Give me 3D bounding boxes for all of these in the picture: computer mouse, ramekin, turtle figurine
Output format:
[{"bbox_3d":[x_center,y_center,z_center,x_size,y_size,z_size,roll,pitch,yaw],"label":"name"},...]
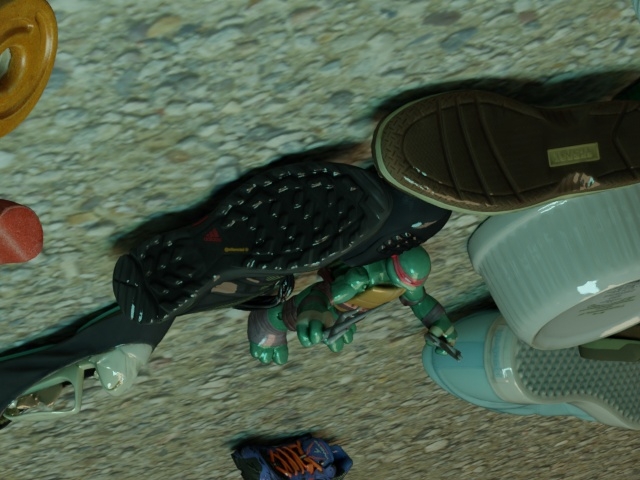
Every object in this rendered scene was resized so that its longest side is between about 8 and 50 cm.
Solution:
[{"bbox_3d":[0.000,0.000,1.510,0.242,0.071,0.041,-25,164,26],"label":"computer mouse"},{"bbox_3d":[0.250,0.019,1.744,0.207,0.109,0.207,-17,160,-7],"label":"ramekin"},{"bbox_3d":[0.040,0.053,1.620,0.175,0.118,0.234,10,163,-29],"label":"turtle figurine"}]

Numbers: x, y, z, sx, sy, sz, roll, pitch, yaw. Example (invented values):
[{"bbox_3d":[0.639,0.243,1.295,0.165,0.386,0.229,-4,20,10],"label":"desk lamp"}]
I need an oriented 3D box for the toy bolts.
[{"bbox_3d":[-0.261,-0.057,1.087,0.218,0.158,0.228,-57,158,-20],"label":"toy bolts"}]

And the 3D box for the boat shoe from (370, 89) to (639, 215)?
[{"bbox_3d":[0.142,-0.063,1.457,0.257,0.095,0.095,1,175,-29],"label":"boat shoe"}]

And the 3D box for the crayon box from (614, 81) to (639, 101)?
[{"bbox_3d":[0.388,-0.062,1.580,0.278,0.165,0.081,-1,153,-42],"label":"crayon box"}]

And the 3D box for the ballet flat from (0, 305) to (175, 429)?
[{"bbox_3d":[-0.203,0.109,1.596,0.203,0.074,0.074,-22,160,4],"label":"ballet flat"}]

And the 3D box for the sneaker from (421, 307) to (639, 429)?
[{"bbox_3d":[0.244,0.128,2.023,0.150,0.135,0.366,0,168,38],"label":"sneaker"}]

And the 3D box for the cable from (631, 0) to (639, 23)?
[{"bbox_3d":[0.336,-0.203,1.279,0.257,0.089,0.257,-28,158,18],"label":"cable"}]

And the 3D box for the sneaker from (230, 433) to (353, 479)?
[{"bbox_3d":[-0.032,0.258,2.163,0.087,0.083,0.221,-39,162,12],"label":"sneaker"}]

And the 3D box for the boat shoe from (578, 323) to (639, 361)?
[{"bbox_3d":[0.368,0.059,1.817,0.307,0.104,0.110,-5,-172,41],"label":"boat shoe"}]

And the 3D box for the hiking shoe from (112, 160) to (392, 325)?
[{"bbox_3d":[-0.049,-0.002,1.468,0.227,0.086,0.114,-20,176,10],"label":"hiking shoe"}]
